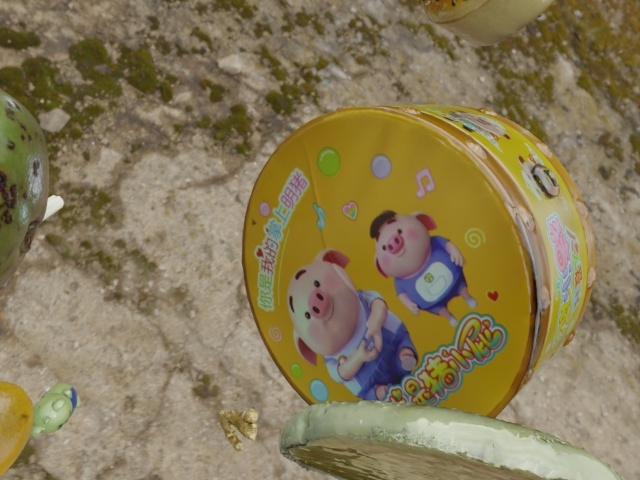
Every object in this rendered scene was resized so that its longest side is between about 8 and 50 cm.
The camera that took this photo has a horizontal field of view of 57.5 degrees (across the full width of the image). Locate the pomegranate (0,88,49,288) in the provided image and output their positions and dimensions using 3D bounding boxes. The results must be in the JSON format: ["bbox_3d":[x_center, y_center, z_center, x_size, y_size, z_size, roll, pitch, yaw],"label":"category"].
[{"bbox_3d":[-0.452,-0.072,0.607,0.323,0.291,0.290,42,51,-32],"label":"pomegranate"}]

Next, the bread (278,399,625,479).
[{"bbox_3d":[0.096,0.173,0.449,0.267,0.267,0.040,28,59,-23],"label":"bread"}]

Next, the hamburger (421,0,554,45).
[{"bbox_3d":[0.295,-0.470,0.955,0.176,0.300,0.300,37,54,-25],"label":"hamburger"}]

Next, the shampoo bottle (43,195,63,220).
[{"bbox_3d":[-0.572,-0.042,1.154,0.034,0.049,0.141,63,34,-22],"label":"shampoo bottle"}]

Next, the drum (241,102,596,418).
[{"bbox_3d":[0.115,0.031,0.756,0.214,0.431,0.430,-16,81,-50],"label":"drum"}]

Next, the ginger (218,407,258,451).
[{"bbox_3d":[-0.250,0.553,1.739,0.053,0.176,0.193,-19,125,-45],"label":"ginger"}]

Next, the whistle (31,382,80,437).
[{"bbox_3d":[-0.636,0.400,1.410,0.085,0.227,0.105,41,84,-10],"label":"whistle"}]

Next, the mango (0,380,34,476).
[{"bbox_3d":[-0.372,0.203,0.563,0.178,0.090,0.115,-3,68,-41],"label":"mango"}]
